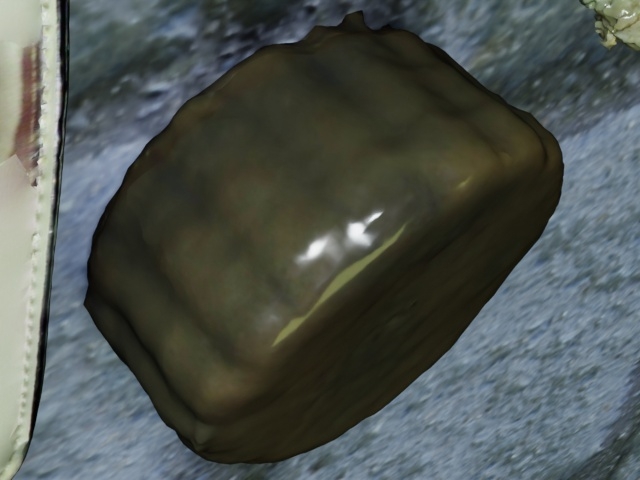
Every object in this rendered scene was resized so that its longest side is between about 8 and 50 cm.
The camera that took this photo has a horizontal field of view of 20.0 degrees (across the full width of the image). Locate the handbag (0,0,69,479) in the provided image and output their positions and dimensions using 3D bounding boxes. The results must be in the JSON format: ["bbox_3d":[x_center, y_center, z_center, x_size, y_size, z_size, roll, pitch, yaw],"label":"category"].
[{"bbox_3d":[-0.254,0.004,0.471,0.358,0.160,0.237,-21,144,-36],"label":"handbag"}]

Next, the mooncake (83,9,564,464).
[{"bbox_3d":[0.000,0.000,0.855,0.228,0.124,0.228,-36,158,-17],"label":"mooncake"}]

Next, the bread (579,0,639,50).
[{"bbox_3d":[0.144,-0.160,0.757,0.138,0.102,0.196,-40,-174,18],"label":"bread"}]
